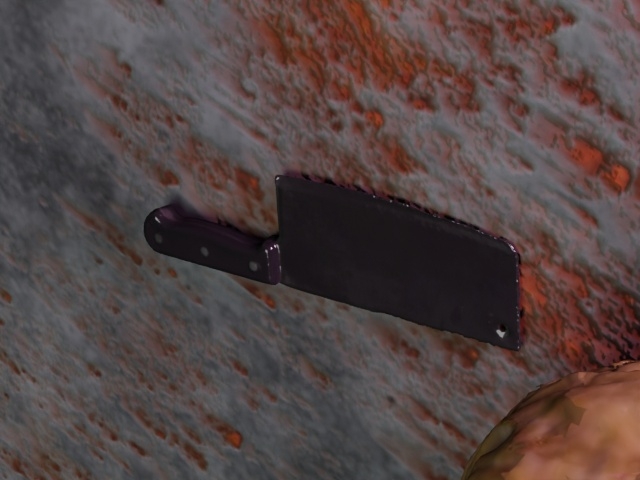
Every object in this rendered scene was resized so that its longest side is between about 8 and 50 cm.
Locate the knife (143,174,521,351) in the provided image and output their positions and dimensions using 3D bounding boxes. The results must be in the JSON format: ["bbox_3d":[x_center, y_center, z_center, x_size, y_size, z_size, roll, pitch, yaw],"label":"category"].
[{"bbox_3d":[0.000,0.000,0.947,0.245,0.019,0.072,13,121,33],"label":"knife"}]

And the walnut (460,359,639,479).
[{"bbox_3d":[0.164,0.152,0.768,0.245,0.198,0.198,18,128,24],"label":"walnut"}]
